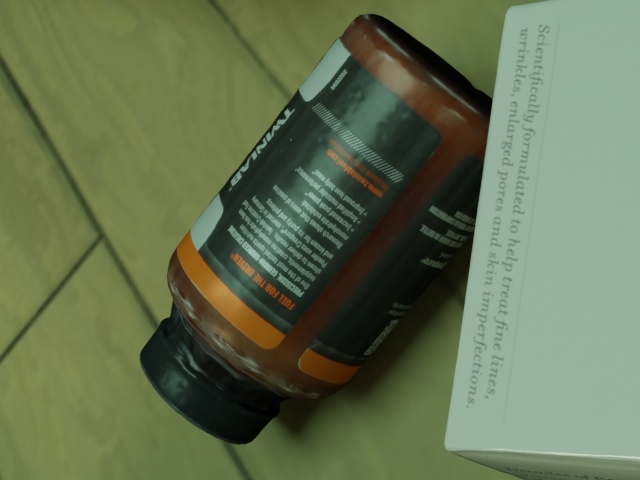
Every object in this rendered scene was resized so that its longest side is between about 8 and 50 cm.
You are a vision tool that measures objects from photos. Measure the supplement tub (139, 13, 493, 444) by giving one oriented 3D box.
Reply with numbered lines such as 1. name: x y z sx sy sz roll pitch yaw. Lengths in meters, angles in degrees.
1. supplement tub: 0.000 0.000 0.653 0.198 0.106 0.106 -51 47 11

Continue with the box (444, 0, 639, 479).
1. box: 0.159 0.005 0.504 0.182 0.119 0.181 -3 70 40
